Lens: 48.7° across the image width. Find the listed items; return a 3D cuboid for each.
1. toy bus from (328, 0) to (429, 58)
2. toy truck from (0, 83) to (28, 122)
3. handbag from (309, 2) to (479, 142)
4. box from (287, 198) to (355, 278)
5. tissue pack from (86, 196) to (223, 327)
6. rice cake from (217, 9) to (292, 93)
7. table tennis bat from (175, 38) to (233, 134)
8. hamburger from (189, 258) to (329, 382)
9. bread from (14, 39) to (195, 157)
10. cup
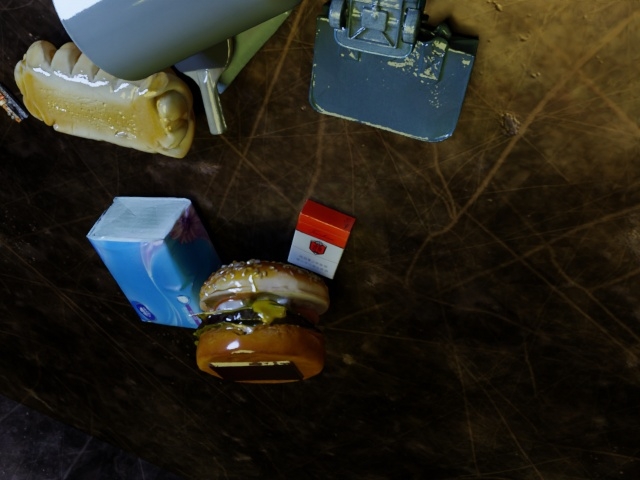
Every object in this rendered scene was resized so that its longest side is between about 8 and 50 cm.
[{"bbox_3d":[0.085,-0.355,0.853,0.114,0.134,0.246,14,138,10],"label":"toy bus"},{"bbox_3d":[-0.608,-0.269,1.379,0.032,0.024,0.083,-26,124,17],"label":"toy truck"},{"bbox_3d":[0.100,-0.244,1.022,0.229,0.062,0.179,17,140,9],"label":"handbag"},{"bbox_3d":[0.000,0.000,1.355,0.100,0.048,0.152,20,138,2],"label":"box"},{"bbox_3d":[-0.330,0.049,1.492,0.198,0.146,0.263,3,136,25],"label":"tissue pack"},{"bbox_3d":[-0.127,-0.312,1.079,0.080,0.042,0.222,37,140,-16],"label":"rice cake"},{"bbox_3d":[-0.185,-0.284,1.091,0.138,0.022,0.246,4,117,36],"label":"table tennis bat"},{"bbox_3d":[-0.117,0.159,1.411,0.291,0.225,0.291,0,159,0],"label":"hamburger"},{"bbox_3d":[-0.363,-0.252,1.198,0.312,0.121,0.172,16,141,11],"label":"bread"},{"bbox_3d":[-0.166,-0.350,0.912,0.312,0.205,0.205,-14,127,28],"label":"cup"}]
